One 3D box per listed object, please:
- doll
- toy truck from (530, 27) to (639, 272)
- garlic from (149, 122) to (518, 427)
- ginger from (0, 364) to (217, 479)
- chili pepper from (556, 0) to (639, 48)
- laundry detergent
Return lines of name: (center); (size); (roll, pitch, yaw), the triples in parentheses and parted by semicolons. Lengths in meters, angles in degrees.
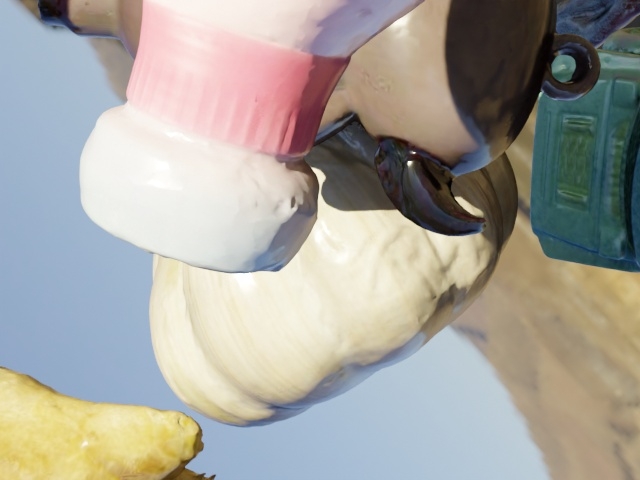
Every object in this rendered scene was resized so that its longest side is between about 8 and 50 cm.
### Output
doll: (0.003, -0.109, 0.786); (0.257, 0.182, 0.117); (16, 174, -3)
toy truck: (0.267, -0.041, 1.046); (0.278, 0.155, 0.156); (11, -163, 26)
garlic: (0.002, -0.001, 0.933); (0.152, 0.228, 0.228); (54, -176, -4)
ginger: (-0.036, 0.176, 0.828); (0.122, 0.363, 0.348); (-86, -23, -59)
chili pepper: (0.223, -0.183, 1.417); (0.050, 0.041, 0.153); (66, 157, -3)
laundry detergent: (0.003, -0.155, 0.525); (0.159, 0.335, 0.088); (28, -164, 35)
